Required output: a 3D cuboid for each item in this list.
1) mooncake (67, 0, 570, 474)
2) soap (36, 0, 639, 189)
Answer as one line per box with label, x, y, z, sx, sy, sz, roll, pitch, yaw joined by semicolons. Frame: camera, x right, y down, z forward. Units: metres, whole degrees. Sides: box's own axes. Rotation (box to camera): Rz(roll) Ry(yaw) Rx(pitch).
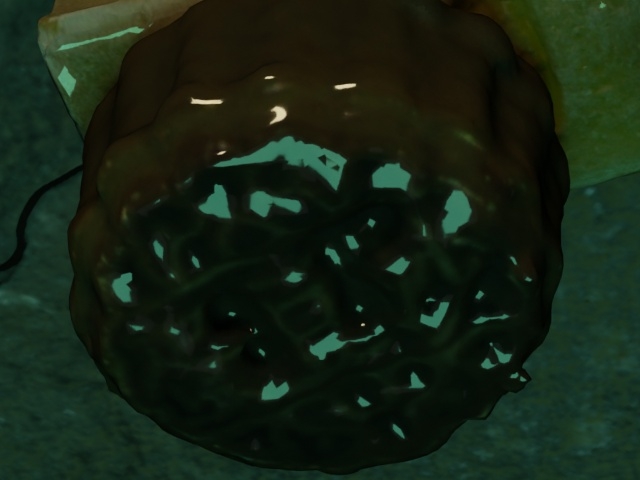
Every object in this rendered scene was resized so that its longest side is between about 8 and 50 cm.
mooncake;0.000;0.000;0.837;0.228;0.124;0.228;1;134;1
soap;0.025;-0.086;0.900;0.274;0.089;0.173;-13;130;14
